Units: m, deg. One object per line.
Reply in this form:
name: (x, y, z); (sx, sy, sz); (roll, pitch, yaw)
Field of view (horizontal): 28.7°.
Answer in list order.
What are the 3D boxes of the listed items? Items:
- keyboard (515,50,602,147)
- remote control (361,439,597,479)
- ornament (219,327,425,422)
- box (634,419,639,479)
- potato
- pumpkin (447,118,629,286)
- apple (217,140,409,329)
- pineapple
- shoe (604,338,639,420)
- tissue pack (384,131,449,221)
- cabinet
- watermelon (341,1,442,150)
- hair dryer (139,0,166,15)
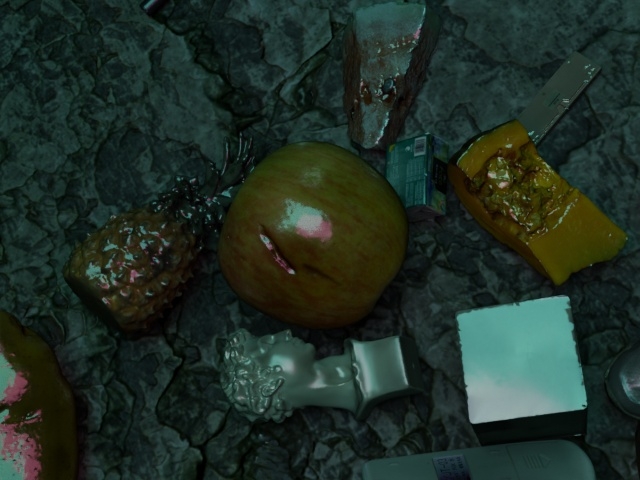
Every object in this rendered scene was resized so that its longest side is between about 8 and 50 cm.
keyboard: (0.343, -0.202, 1.835); (0.055, 0.017, 0.166); (37, 82, 25)
remote control: (0.204, 0.315, 1.615); (0.297, 0.140, 0.056); (-6, 111, -2)
ornament: (0.001, 0.190, 1.719); (0.285, 0.120, 0.130); (2, 76, 11)
box: (0.553, 0.249, 1.543); (0.310, 0.198, 0.084); (-6, 72, 9)
potato: (-0.446, 0.278, 1.774); (0.196, 0.176, 0.369); (-7, 75, -33)
pumpkin: (0.293, -0.050, 1.747); (0.131, 0.126, 0.248); (-38, 87, -11)
apple: (0.000, 0.000, 1.711); (0.265, 0.264, 0.264); (-4, 71, 11)
pineapple: (-0.209, -0.020, 1.826); (0.169, 0.169, 0.340); (39, 75, 20)
shoe: (0.528, 0.130, 1.602); (0.337, 0.171, 0.132); (-24, 69, 2)
tissue pack: (0.144, -0.085, 1.809); (0.085, 0.079, 0.111); (-13, 66, 41)
cabinet: (0.263, 0.174, 1.623); (0.145, 0.206, 0.150); (-9, 70, 9)
watermelon: (0.088, -0.242, 1.872); (0.154, 0.094, 0.241); (2, 75, 20)
hair dryer: (-0.286, -0.404, 2.028); (0.047, 0.026, 0.083); (-42, 65, -5)
